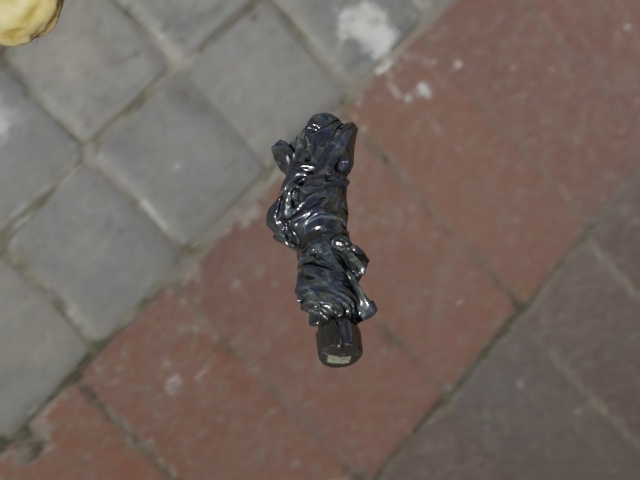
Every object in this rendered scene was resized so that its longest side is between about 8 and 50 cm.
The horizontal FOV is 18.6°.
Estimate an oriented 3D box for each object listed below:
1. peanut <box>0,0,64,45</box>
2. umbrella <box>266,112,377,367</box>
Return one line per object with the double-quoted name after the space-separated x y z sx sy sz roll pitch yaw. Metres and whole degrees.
-0.319 -0.260 1.635 0.147 0.305 0.147 -26 128 -39 "peanut"
-0.003 0.000 1.602 0.071 0.080 0.224 18 51 -35 "umbrella"
